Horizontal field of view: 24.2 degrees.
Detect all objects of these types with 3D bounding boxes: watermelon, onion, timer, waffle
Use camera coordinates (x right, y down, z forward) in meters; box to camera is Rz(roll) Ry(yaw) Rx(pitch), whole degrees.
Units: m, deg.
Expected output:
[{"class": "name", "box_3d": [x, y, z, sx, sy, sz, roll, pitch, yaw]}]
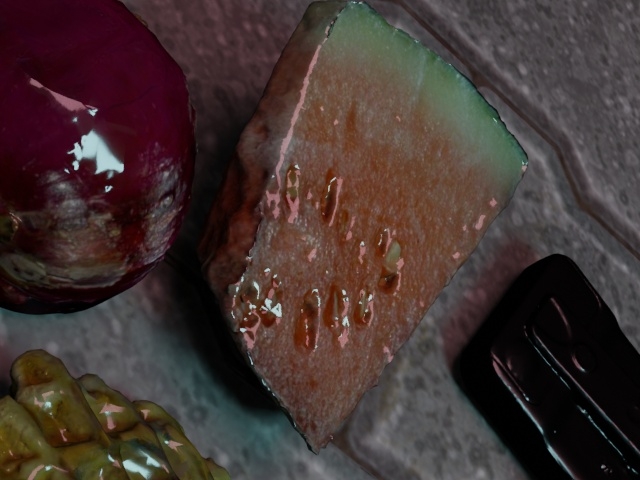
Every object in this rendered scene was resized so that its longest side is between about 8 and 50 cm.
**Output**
[{"class": "watermelon", "box_3d": [0.000, 0.000, 0.894, 0.193, 0.140, 0.257, 39, 56, -26]}, {"class": "onion", "box_3d": [-0.137, -0.078, 0.804, 0.195, 0.140, 0.218, 42, 42, -7]}, {"class": "timer", "box_3d": [0.189, 0.113, 1.036, 0.187, 0.055, 0.144, 51, 43, -8]}, {"class": "waffle", "box_3d": [-0.095, 0.158, 0.727, 0.204, 0.054, 0.223, 36, 31, -24]}]
